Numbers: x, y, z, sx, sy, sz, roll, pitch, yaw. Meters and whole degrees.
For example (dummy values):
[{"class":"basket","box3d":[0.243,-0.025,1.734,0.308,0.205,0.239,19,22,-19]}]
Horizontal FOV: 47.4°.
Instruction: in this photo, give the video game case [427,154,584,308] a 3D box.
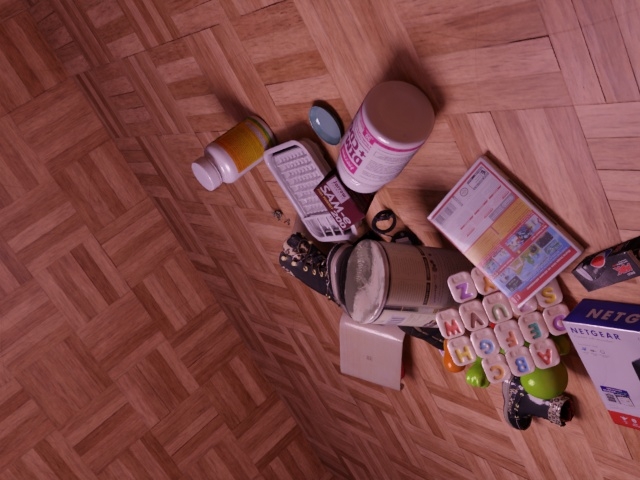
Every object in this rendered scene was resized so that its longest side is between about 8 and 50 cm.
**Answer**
[{"class":"video game case","box3d":[0.389,-0.016,1.563,0.285,0.025,0.204,46,129,11]}]

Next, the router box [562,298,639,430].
[{"class":"router box","box3d":[0.696,0.271,1.472,0.301,0.082,0.335,58,156,-17]}]

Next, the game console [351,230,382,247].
[{"class":"game console","box3d":[0.156,0.102,2.241,0.213,0.044,0.361,50,157,2]}]

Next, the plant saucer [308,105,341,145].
[{"class":"plant saucer","box3d":[0.018,-0.305,1.916,0.119,0.021,0.119,40,154,24]}]

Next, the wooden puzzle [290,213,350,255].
[{"class":"wooden puzzle","box3d":[0.000,0.000,2.381,0.221,0.044,0.239,45,152,13]}]

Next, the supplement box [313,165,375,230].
[{"class":"supplement box","box3d":[0.065,-0.121,1.868,0.130,0.073,0.239,53,-163,-6]}]

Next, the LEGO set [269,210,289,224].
[{"class":"LEGO set","box3d":[-0.137,-0.085,2.526,0.083,0.023,0.054,35,158,2]}]

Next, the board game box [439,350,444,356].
[{"class":"board game box","box3d":[0.345,0.280,2.113,0.154,0.026,0.103,59,-167,-17]}]

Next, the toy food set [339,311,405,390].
[{"class":"toy food set","box3d":[0.182,0.363,2.436,0.219,0.092,0.306,15,133,20]}]

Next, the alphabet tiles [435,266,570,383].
[{"class":"alphabet tiles","box3d":[0.413,0.181,1.648,0.278,0.284,0.021,67,-164,-8]}]

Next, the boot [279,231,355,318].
[{"class":"boot","box3d":[0.002,0.073,2.211,0.284,0.138,0.377,33,165,25]}]

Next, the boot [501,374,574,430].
[{"class":"boot","box3d":[0.584,0.460,1.952,0.178,0.085,0.236,24,145,42]}]

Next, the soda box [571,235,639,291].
[{"class":"soda box","box3d":[0.567,0.048,1.412,0.060,0.053,0.169,50,156,1]}]

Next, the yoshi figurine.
[{"class":"yoshi figurine","box3d":[0.476,0.310,1.817,0.203,0.204,0.362,40,157,-17]}]

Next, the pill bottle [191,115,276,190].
[{"class":"pill bottle","box3d":[-0.264,-0.260,2.204,0.136,0.245,0.136,39,154,24]}]

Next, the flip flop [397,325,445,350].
[{"class":"flip flop","box3d":[0.295,0.213,1.978,0.277,0.080,0.112,32,131,-33]}]

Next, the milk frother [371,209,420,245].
[{"class":"milk frother","box3d":[0.191,0.006,1.996,0.135,0.129,0.143,123,149,-65]}]

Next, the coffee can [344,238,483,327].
[{"class":"coffee can","box3d":[0.223,0.108,1.760,0.201,0.275,0.202,-173,90,-65]}]

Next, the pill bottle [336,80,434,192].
[{"class":"pill bottle","box3d":[0.135,-0.222,1.650,0.160,0.160,0.283,48,157,6]}]

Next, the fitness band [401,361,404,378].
[{"class":"fitness band","box3d":[0.204,0.395,2.585,0.209,0.054,0.291,27,148,38]}]

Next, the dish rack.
[{"class":"dish rack","box3d":[-0.014,-0.153,2.134,0.333,0.072,0.285,56,157,-14]}]
